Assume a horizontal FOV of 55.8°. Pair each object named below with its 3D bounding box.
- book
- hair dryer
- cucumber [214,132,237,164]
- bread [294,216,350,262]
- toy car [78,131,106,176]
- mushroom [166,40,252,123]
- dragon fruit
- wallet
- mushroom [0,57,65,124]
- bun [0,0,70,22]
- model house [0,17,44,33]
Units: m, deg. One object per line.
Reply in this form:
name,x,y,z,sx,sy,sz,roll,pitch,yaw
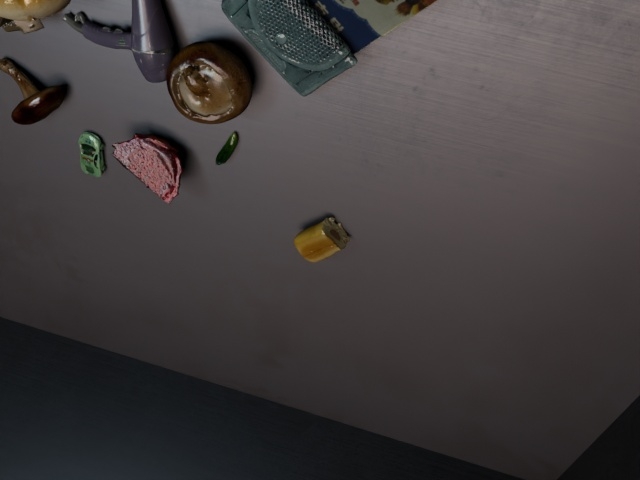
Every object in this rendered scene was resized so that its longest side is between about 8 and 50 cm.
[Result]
book,0.084,-0.615,1.412,0.300,0.039,0.428,43,146,-23
hair dryer,-0.585,-0.618,1.706,0.361,0.121,0.301,13,128,17
cucumber,-0.306,-0.288,1.962,0.039,0.039,0.168,33,134,-12
bread,0.000,-0.002,2.093,0.173,0.085,0.134,-22,125,35
toy car,-0.814,-0.300,2.134,0.093,0.058,0.186,21,137,3
mushroom,-0.313,-0.446,1.718,0.253,0.153,0.253,8,138,7
dragon fruit,-0.564,-0.259,2.022,0.261,0.163,0.189,41,163,-15
wallet,-0.090,-0.538,1.569,0.342,0.075,0.237,44,147,-21
mushroom,-0.957,-0.501,1.957,0.227,0.148,0.218,-21,107,30
bun,-0.764,-0.707,1.519,0.298,0.299,0.165,21,169,1
model house,-0.810,-0.668,1.668,0.248,0.181,0.176,5,137,24
